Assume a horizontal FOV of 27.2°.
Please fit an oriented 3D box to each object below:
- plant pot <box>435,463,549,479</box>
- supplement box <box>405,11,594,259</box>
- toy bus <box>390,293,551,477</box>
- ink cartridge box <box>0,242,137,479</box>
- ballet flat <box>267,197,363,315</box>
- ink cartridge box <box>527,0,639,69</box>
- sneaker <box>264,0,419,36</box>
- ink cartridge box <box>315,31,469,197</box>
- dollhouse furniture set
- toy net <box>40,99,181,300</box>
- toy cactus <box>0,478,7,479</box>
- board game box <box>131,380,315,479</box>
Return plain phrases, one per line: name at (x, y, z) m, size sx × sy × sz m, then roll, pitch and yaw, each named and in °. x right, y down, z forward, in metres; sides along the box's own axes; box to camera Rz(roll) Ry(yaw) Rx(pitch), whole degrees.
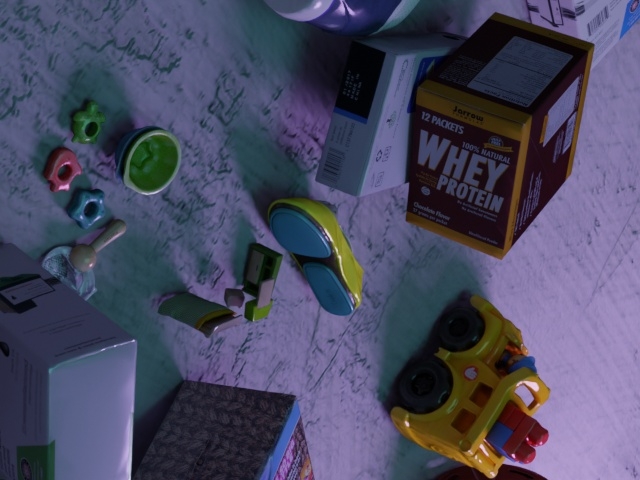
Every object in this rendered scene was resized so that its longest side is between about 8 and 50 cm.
plant pot at (0.258, 0.499, 1.995) m, size 0.272 × 0.272 × 0.265 m, roll -21°, pitch 118°, yaw -40°
supplement box at (0.205, -0.122, 1.519) m, size 0.194 × 0.129 × 0.191 m, roll -45°, pitch 149°, yaw -41°
toy bus at (0.239, 0.214, 1.821) m, size 0.220 × 0.211 × 0.149 m, roll -55°, pitch 140°, yaw -11°
ink cartridge box at (-0.263, 0.120, 1.189) m, size 0.093 × 0.219 × 0.160 m, roll -17°, pitch 123°, yaw -39°
ballet flat at (0.000, 0.000, 1.543) m, size 0.077 × 0.077 × 0.231 m, roll -68°, pitch 150°, yaw -28°
ink cartridge box at (0.338, -0.343, 1.695) m, size 0.148 × 0.086 × 0.203 m, roll -45°, pitch 138°, yaw -21°
sneaker at (0.057, -0.367, 1.345) m, size 0.236 × 0.130 × 0.322 m, roll -6°, pitch 113°, yaw -56°
ink cartridge box at (0.112, -0.154, 1.534) m, size 0.333 × 0.065 × 0.165 m, roll -16°, pitch 125°, yaw -60°
dollhouse furniture set at (-0.100, 0.051, 1.448) m, size 0.152 × 0.076 × 0.058 m, roll -19°, pitch 129°, yaw -54°
toy net at (-0.226, -0.014, 1.287) m, size 0.122 × 0.045 × 0.232 m, roll 17°, pitch 99°, yaw -52°
toy cactus at (-0.279, 0.261, 1.310) m, size 0.180 × 0.219 × 0.112 m, roll 4°, pitch 137°, yaw -10°
board game box at (-0.105, 0.347, 1.495) m, size 0.232 × 0.141 × 0.291 m, roll -64°, pitch 152°, yaw -46°
